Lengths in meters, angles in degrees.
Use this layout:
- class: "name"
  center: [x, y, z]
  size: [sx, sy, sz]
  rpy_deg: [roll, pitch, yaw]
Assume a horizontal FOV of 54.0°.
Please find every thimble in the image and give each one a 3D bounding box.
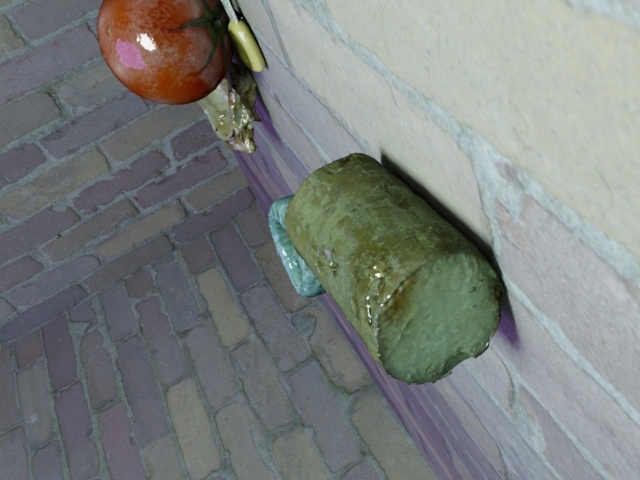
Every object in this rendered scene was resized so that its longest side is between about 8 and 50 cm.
- class: "thimble"
  center: [0.000, 0.000, 1.176]
  size: [0.235, 0.143, 0.199]
  rpy_deg: [-152, 41, -71]

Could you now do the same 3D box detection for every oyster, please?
- class: "oyster"
  center: [-0.227, -0.383, 1.489]
  size: [0.361, 0.096, 0.221]
  rpy_deg: [57, 151, 14]

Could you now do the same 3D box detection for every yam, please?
- class: "yam"
  center: [0.068, 0.011, 0.738]
  size: [0.304, 0.168, 0.168]
  rpy_deg: [51, 169, 48]

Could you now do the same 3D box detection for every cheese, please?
- class: "cheese"
  center: [-0.153, -0.398, 1.183]
  size: [0.086, 0.036, 0.163]
  rpy_deg: [52, 170, 46]

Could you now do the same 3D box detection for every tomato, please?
- class: "tomato"
  center: [-0.299, -0.393, 1.209]
  size: [0.265, 0.264, 0.265]
  rpy_deg: [59, 173, 11]
